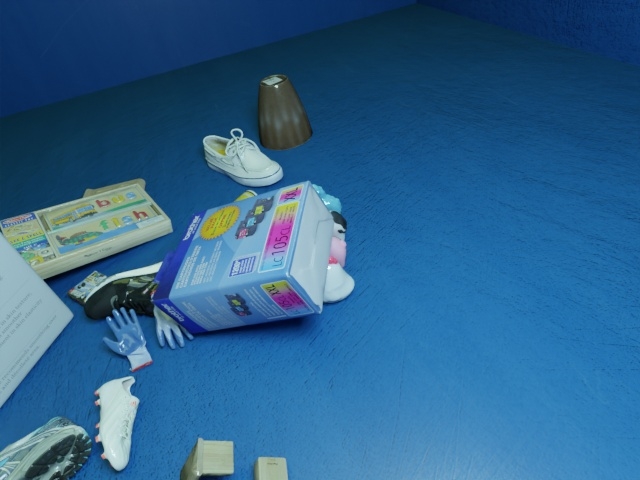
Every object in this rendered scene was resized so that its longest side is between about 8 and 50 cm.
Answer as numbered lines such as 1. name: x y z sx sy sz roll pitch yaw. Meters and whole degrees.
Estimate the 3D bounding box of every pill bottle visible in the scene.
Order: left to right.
1. pill bottle: -0.242 -0.099 1.245 0.065 0.065 0.116 17 48 29

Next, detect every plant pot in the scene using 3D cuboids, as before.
1. plant pot: -0.155 -0.502 1.550 0.215 0.230 0.215 -7 42 6

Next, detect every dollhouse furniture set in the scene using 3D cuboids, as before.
1. dollhouse furniture set: -0.145 0.428 0.665 0.151 0.123 0.144 15 35 -24

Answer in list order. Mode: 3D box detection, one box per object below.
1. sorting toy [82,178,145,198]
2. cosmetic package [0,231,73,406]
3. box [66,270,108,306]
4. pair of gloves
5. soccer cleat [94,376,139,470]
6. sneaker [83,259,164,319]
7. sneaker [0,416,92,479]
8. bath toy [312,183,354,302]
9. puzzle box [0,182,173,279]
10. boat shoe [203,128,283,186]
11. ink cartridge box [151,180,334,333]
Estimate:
1. sorting toy: -0.733 -0.141 1.431 0.208 0.038 0.193 -11 41 -7
2. cosmetic package: -0.850 0.153 0.854 0.327 0.394 0.329 3 42 16
3. box: -0.601 0.139 1.089 0.137 0.027 0.094 17 47 29
4. pair of gloves: -0.396 0.202 0.933 0.198 0.023 0.159 -30 72 -12
5. soccer cleat: -0.389 0.345 0.786 0.076 0.068 0.196 -23 40 -18
6. sneaker: -0.437 0.138 1.001 0.283 0.107 0.124 -24 49 -14
7. sneaker: -0.557 0.435 0.712 0.122 0.110 0.283 14 39 43
8. bath toy: 0.000 0.000 1.034 0.151 0.129 0.348 -9 42 2
9. puzzle box: -0.697 -0.042 1.218 0.409 0.052 0.272 -26 47 -33
10. boat shoe: -0.287 -0.309 1.420 0.367 0.156 0.136 26 54 35
11. ink cartridge box: -0.185 0.047 0.903 0.395 0.151 0.270 -14 43 24
